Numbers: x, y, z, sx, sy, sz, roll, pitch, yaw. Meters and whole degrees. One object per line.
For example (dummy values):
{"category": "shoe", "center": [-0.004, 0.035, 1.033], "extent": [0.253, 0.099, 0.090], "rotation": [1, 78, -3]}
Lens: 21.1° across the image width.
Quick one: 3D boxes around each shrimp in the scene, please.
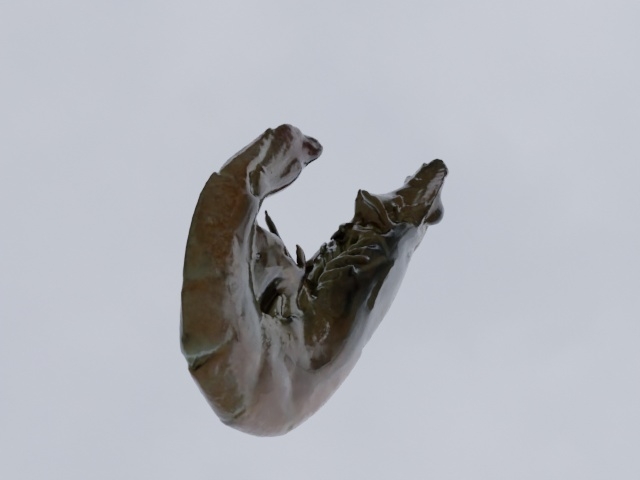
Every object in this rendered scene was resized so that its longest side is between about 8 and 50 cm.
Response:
{"category": "shrimp", "center": [0.002, 0.000, 0.920], "extent": [0.052, 0.251, 0.143], "rotation": [-5, -63, 31]}
